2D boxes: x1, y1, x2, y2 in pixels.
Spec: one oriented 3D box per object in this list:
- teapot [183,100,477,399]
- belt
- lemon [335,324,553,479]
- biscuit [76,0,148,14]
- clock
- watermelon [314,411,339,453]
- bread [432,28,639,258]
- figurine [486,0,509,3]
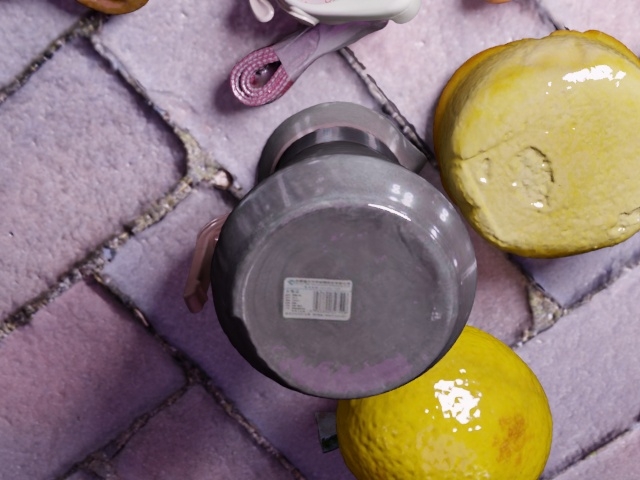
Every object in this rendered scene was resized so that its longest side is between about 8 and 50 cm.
[{"bbox_3d":[0.000,0.000,0.985,0.300,0.344,0.253,-17,112,7],"label":"teapot"},{"bbox_3d":[-0.002,-0.230,1.040,0.232,0.053,0.071,-36,98,13],"label":"belt"},{"bbox_3d":[0.153,0.225,1.142,0.268,0.267,0.267,0,114,0],"label":"lemon"},{"bbox_3d":[-0.276,-0.401,0.951,0.395,0.070,0.350,-23,112,9],"label":"biscuit"},{"bbox_3d":[0.012,-0.300,0.973,0.191,0.062,0.151,-2,84,19],"label":"clock"},{"bbox_3d":[0.019,0.253,1.269,0.061,0.085,0.085,39,111,15],"label":"watermelon"},{"bbox_3d":[0.265,-0.109,1.046,0.270,0.148,0.269,1,111,2],"label":"bread"},{"bbox_3d":[0.186,-0.344,0.960,0.102,0.111,0.194,-24,113,-12],"label":"figurine"}]
